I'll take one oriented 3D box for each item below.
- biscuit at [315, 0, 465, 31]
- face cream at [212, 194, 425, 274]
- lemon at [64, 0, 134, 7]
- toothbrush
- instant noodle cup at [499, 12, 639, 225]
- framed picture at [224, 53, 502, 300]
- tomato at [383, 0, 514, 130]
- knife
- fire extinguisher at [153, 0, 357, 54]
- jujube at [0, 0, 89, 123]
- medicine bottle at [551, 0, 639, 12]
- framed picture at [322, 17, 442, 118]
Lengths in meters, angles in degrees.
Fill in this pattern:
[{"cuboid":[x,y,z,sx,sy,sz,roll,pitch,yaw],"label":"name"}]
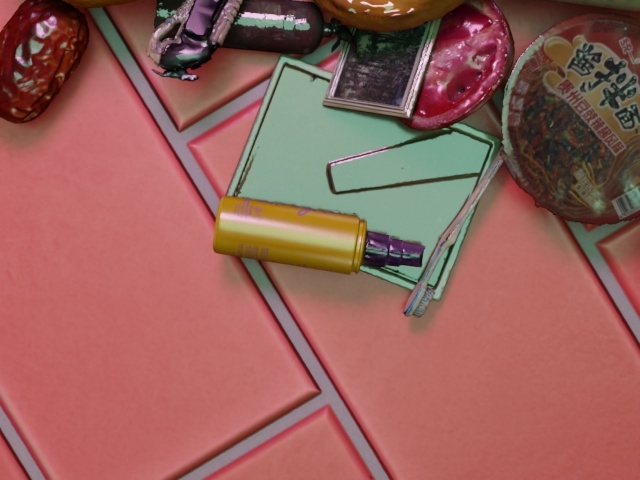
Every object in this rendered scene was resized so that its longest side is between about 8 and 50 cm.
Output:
[{"cuboid":[0.098,-0.402,1.685,0.296,0.102,0.296,-6,71,18],"label":"biscuit"},{"cuboid":[0.000,0.000,1.724,0.273,0.078,0.078,9,92,1],"label":"face cream"},{"cuboid":[-0.267,-0.413,1.652,0.267,0.267,0.267,0,92,1],"label":"lemon"},{"cuboid":[0.187,-0.027,1.747,0.028,0.026,0.294,26,93,-19],"label":"toothbrush"},{"cuboid":[0.353,-0.157,1.718,0.274,0.091,0.274,-1,96,-7],"label":"instant noodle cup"},{"cuboid":[0.053,-0.085,1.769,0.324,0.020,0.240,20,92,0],"label":"framed picture"},{"cuboid":[0.178,-0.223,1.711,0.173,0.099,0.189,-13,68,27],"label":"tomato"},{"cuboid":[-0.116,-0.367,1.703,0.089,0.043,0.365,24,74,5],"label":"knife"},{"cuboid":[-0.083,-0.280,1.731,0.268,0.089,0.072,6,124,1],"label":"fire extinguisher"},{"cuboid":[-0.376,-0.238,1.725,0.109,0.112,0.176,34,96,0],"label":"jujube"},{"cuboid":[0.442,-0.397,1.646,0.406,0.236,0.235,7,92,2],"label":"medicine bottle"},{"cuboid":[0.084,-0.252,1.714,0.142,0.011,0.183,13,82,36],"label":"framed picture"}]
